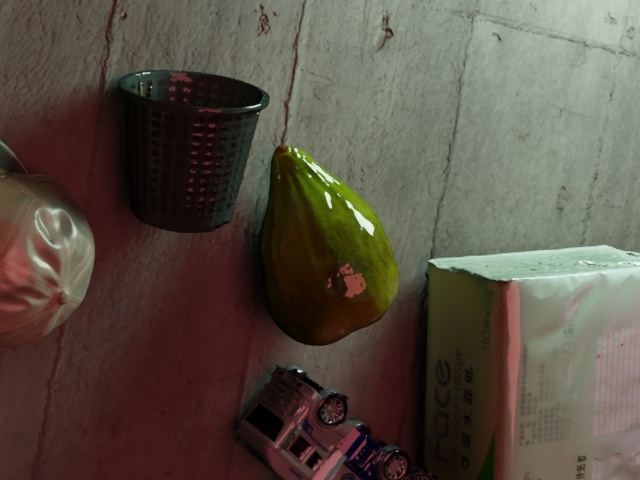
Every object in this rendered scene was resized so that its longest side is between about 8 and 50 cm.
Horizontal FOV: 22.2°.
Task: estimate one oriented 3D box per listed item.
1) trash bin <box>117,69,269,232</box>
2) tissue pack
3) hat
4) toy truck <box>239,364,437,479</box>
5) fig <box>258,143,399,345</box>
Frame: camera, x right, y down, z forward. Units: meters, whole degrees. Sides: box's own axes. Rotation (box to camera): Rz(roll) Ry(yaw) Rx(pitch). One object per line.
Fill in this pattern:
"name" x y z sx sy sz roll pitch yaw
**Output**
"trash bin" -0.152 -0.100 1.866 0.175 0.175 0.161 -5 114 -31
"tissue pack" 0.304 0.219 2.162 0.331 0.205 0.405 -4 101 -31
"hat" -0.369 -0.002 1.746 0.275 0.161 0.232 37 75 -27
"toy truck" 0.012 0.287 2.046 0.155 0.124 0.268 -51 121 -8
"fig" 0.001 0.013 1.989 0.167 0.167 0.233 -6 65 -30
